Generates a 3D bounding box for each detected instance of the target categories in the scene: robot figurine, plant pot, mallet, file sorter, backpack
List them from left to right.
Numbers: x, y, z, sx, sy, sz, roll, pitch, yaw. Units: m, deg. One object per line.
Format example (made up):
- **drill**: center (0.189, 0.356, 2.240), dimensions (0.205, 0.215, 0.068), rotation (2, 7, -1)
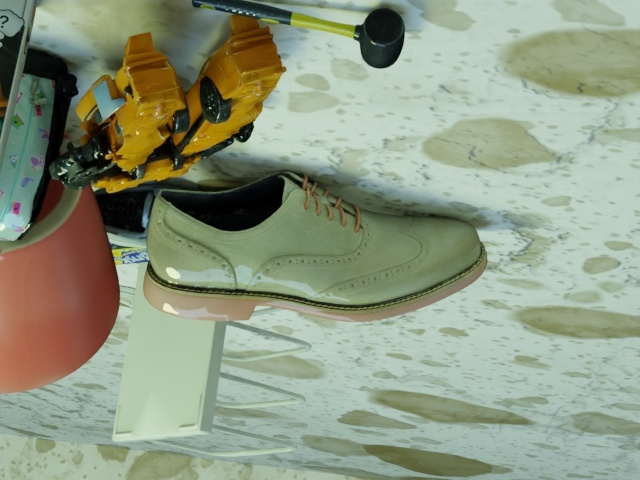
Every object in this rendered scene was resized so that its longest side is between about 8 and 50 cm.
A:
- **plant pot**: center (-0.356, -0.004, 1.815), dimensions (0.274, 0.275, 0.243), rotation (9, 146, -2)
- **backpack**: center (-0.321, -0.090, 1.640), dimensions (0.115, 0.182, 0.152), rotation (15, 162, -19)
- **robot figurine**: center (-0.146, -0.122, 1.559), dimensions (0.211, 0.085, 0.291), rotation (-15, 172, -24)
- **file sorter**: center (-0.120, 0.127, 2.064), dimensions (0.173, 0.278, 0.192), rotation (19, 160, -35)
- **mallet**: center (-0.018, -0.189, 1.439), dimensions (0.189, 0.039, 0.062), rotation (11, 165, 10)

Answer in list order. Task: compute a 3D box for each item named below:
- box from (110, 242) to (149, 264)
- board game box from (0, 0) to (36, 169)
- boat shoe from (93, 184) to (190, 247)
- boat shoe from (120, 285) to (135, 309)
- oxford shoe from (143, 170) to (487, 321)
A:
- **box**: center (-0.249, -0.005, 2.072), dimensions (0.168, 0.059, 0.054), rotation (-6, 160, 39)
- **board game box**: center (-0.422, -0.159, 1.458), dimensions (0.305, 0.193, 0.053), rotation (11, 163, -7)
- **boat shoe**: center (-0.187, -0.025, 1.945), dimensions (0.227, 0.079, 0.081), rotation (3, 166, 28)
- **boat shoe**: center (-0.319, 0.083, 2.418), dimensions (0.100, 0.035, 0.035), rotation (10, 162, -6)
- **oxford shoe**: center (0.000, 0.000, 1.846), dimensions (0.396, 0.140, 0.147), rotation (-5, 121, -12)
